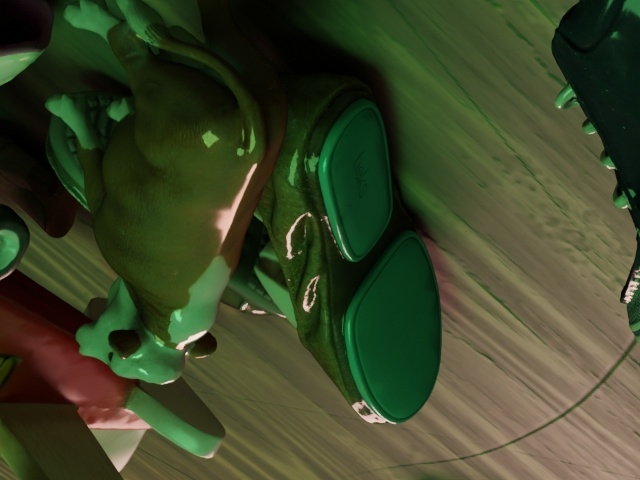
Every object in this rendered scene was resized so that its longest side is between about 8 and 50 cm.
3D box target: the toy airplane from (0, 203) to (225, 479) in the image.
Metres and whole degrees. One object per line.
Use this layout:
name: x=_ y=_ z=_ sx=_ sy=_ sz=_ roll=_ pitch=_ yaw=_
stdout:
toy airplane: x=-0.261 y=0.113 z=1.467 sx=0.384 sy=0.272 sz=0.386 roll=43 pitch=180 yaw=-8

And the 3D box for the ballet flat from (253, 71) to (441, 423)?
ballet flat: x=0.000 y=0.000 z=1.352 sx=0.124 sy=0.116 sz=0.342 roll=25 pitch=154 yaw=30

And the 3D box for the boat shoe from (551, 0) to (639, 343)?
boat shoe: x=0.195 y=-0.066 z=1.072 sx=0.158 sy=0.127 sz=0.340 roll=28 pitch=146 yaw=6

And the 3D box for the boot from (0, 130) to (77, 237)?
boot: x=-0.241 y=-0.050 z=1.531 sx=0.087 sy=0.042 sz=0.118 roll=27 pitch=158 yaw=12

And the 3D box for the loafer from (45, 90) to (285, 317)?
loafer: x=-0.113 y=-0.015 z=1.421 sx=0.087 sy=0.094 sz=0.251 roll=-14 pitch=135 yaw=45

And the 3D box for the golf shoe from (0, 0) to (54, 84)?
golf shoe: x=-0.293 y=-0.199 z=1.240 sx=0.140 sy=0.115 sz=0.306 roll=-9 pitch=146 yaw=31

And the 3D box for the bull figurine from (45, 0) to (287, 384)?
bull figurine: x=-0.101 y=-0.042 z=1.229 sx=0.188 sy=0.101 sz=0.310 roll=60 pitch=146 yaw=21
